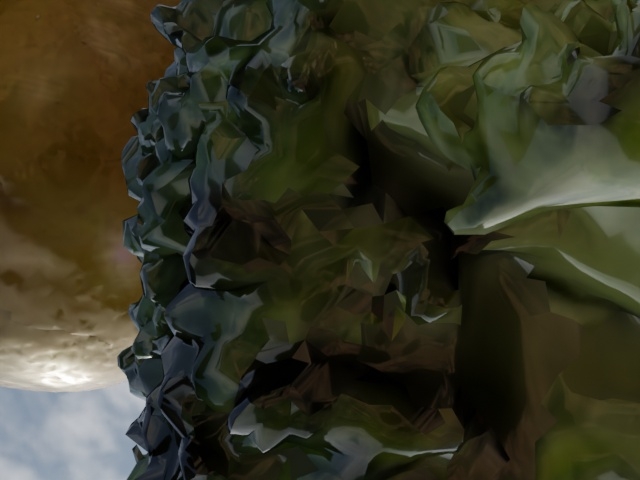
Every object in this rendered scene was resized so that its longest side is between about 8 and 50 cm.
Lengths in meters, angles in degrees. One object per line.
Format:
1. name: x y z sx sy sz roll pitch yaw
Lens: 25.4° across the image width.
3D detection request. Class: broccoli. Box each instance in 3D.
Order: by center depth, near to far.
1. broccoli: 0.088 0.024 0.480 0.348 0.281 0.293 -34 -48 -59

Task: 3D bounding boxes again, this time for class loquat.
1. loquat: -0.157 -0.054 0.950 0.328 0.359 0.328 2 -90 -89
